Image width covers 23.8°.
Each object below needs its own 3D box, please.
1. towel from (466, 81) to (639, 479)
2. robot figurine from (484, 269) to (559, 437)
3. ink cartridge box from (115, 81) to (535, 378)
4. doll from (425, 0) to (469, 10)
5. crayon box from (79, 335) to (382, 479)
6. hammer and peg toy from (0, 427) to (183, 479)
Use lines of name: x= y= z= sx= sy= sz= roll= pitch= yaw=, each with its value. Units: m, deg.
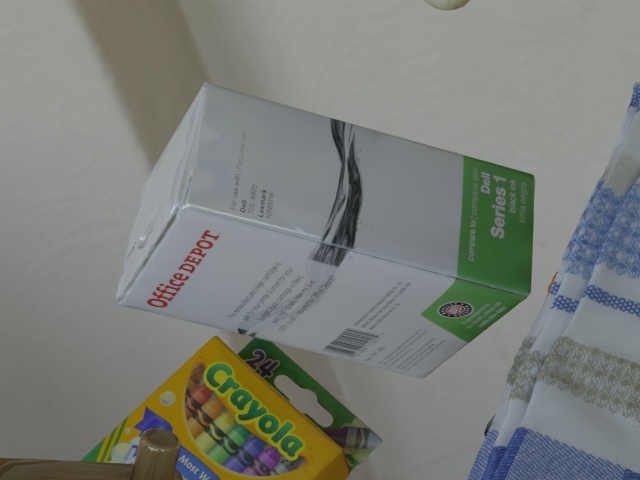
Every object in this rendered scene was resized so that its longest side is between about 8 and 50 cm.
towel: x=0.191 y=0.055 z=0.631 sx=0.209 sy=0.034 sz=0.285 roll=19 pitch=53 yaw=15
robot figurine: x=0.198 y=0.042 z=0.904 sx=0.211 sy=0.291 sz=0.085 roll=-36 pitch=65 yaw=-24
ink cartridge box: x=0.000 y=0.000 z=0.949 sx=0.160 sy=0.220 sz=0.092 roll=133 pitch=149 yaw=-58
doll: x=0.095 y=-0.211 z=0.863 sx=0.046 sy=0.189 sz=0.129 roll=-13 pitch=51 yaw=-27
crayon box: x=-0.118 y=0.249 z=1.628 sx=0.203 sy=0.083 sz=0.323 roll=39 pitch=73 yaw=25
hammer and peg toy: x=-0.259 y=0.256 z=1.216 sx=0.361 sy=0.127 sz=0.266 roll=6 pitch=24 yaw=-23
